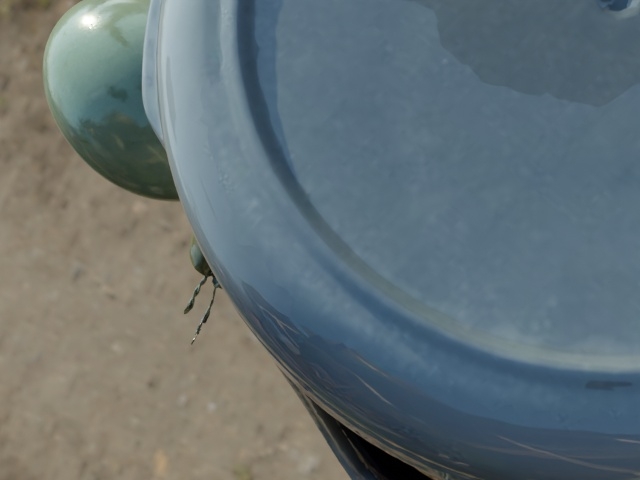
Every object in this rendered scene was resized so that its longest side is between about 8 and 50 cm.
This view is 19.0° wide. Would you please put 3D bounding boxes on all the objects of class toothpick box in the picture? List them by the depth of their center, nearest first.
[{"bbox_3d":[0.098,-0.012,0.624,0.263,0.355,0.263,-3,70,7],"label":"toothpick box"}]

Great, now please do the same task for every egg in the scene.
[{"bbox_3d":[-0.127,-0.112,1.461,0.192,0.149,0.149,36,97,23],"label":"egg"}]

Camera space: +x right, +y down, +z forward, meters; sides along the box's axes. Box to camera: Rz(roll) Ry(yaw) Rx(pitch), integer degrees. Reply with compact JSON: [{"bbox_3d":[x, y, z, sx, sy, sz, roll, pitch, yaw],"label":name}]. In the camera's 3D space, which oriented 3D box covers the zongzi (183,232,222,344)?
[{"bbox_3d":[0.000,0.000,1.009,0.062,0.130,0.154,-153,83,-82],"label":"zongzi"}]
